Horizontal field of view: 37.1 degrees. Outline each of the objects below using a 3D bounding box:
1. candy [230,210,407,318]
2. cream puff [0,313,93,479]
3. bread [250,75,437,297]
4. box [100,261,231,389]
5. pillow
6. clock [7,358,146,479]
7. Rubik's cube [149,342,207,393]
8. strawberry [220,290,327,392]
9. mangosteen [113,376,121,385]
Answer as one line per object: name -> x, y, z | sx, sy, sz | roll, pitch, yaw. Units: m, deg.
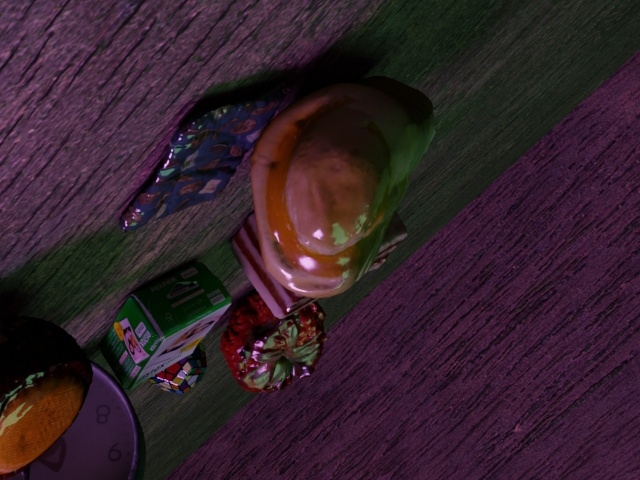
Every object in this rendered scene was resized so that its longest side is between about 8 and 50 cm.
candy -> 0.000, 0.000, 1.772 | 0.321, 0.179, 0.135 | -28, 164, -42
cream puff -> -0.425, 0.199, 1.260 | 0.239, 0.165, 0.239 | -44, 157, -24
bread -> 0.011, -0.085, 1.339 | 0.341, 0.210, 0.300 | -46, 158, -68
box -> -0.280, 0.153, 1.716 | 0.180, 0.103, 0.250 | -28, 164, -37
pillow -> -0.156, -0.105, 1.265 | 0.189, 0.034, 0.255 | -30, 168, -46
clock -> -0.416, 0.308, 1.375 | 0.325, 0.325, 0.067 | -33, 160, -23
Rubik's cube -> -0.300, 0.252, 1.979 | 0.112, 0.133, 0.133 | -29, 173, 24
strawberry -> -0.118, 0.208, 2.208 | 0.261, 0.257, 0.261 | -22, 135, -24
mangosteen -> -0.437, 0.307, 1.663 | 0.194, 0.194, 0.230 | -39, 151, 2
